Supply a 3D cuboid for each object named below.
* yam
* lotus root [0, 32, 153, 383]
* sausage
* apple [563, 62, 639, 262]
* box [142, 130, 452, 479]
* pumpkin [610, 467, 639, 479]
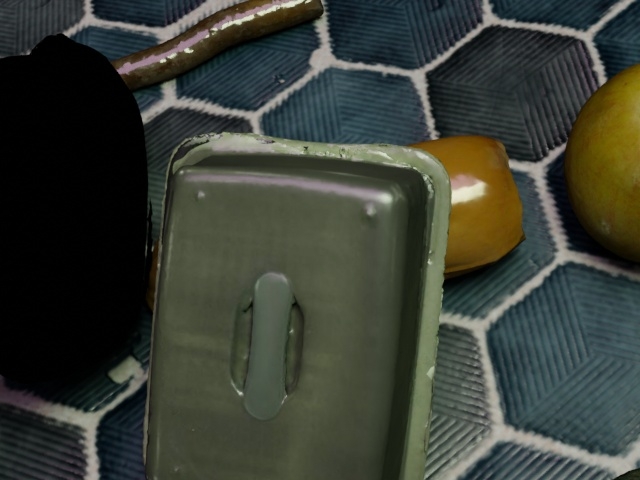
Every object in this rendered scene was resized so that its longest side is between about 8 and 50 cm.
[{"bbox_3d":[-0.153,-0.202,1.107,0.326,0.045,0.045,-22,35,-4],"label":"yam"},{"bbox_3d":[-0.251,-0.047,0.938,0.195,0.179,0.398,-2,45,-6],"label":"lotus root"},{"bbox_3d":[-0.001,-0.002,0.922,0.353,0.116,0.134,-15,65,5],"label":"sausage"},{"bbox_3d":[0.294,-0.069,0.881,0.182,0.155,0.183,-6,57,9],"label":"apple"},{"bbox_3d":[-0.020,0.068,0.785,0.220,0.166,0.291,6,95,11],"label":"box"},{"bbox_3d":[0.262,0.265,0.619,0.327,0.257,0.291,-31,56,-14],"label":"pumpkin"}]
